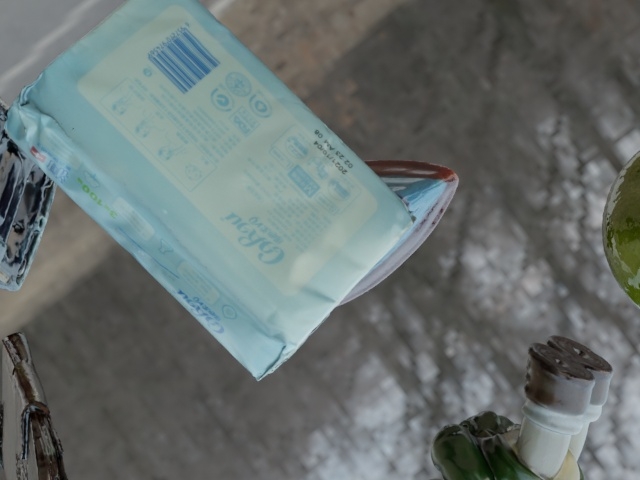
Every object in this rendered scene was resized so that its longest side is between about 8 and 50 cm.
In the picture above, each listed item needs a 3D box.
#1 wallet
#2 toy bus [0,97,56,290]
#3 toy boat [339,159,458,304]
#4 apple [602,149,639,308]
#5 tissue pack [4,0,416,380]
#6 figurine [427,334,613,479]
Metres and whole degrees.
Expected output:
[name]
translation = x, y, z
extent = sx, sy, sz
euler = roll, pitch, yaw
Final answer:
[wallet]
translation = -0.200, 0.160, 1.381
extent = 0.031, 0.137, 0.255
euler = -9, -159, -16
[toy bus]
translation = -0.380, -0.081, 1.794
extent = 0.323, 0.194, 0.162
euler = 57, 46, -66
[toy boat]
translation = 0.000, 0.000, 1.928
extent = 0.079, 0.136, 0.392
euler = -26, -179, -33
[apple]
translation = 0.327, -0.014, 1.584
extent = 0.196, 0.157, 0.196
euler = -30, -160, 12
[tissue pack]
translation = -0.079, -0.047, 1.405
extent = 0.177, 0.263, 0.089
euler = -46, -178, -38
[figurine]
translation = 0.140, 0.257, 1.749
extent = 0.370, 0.167, 0.281
euler = -62, 162, 17
